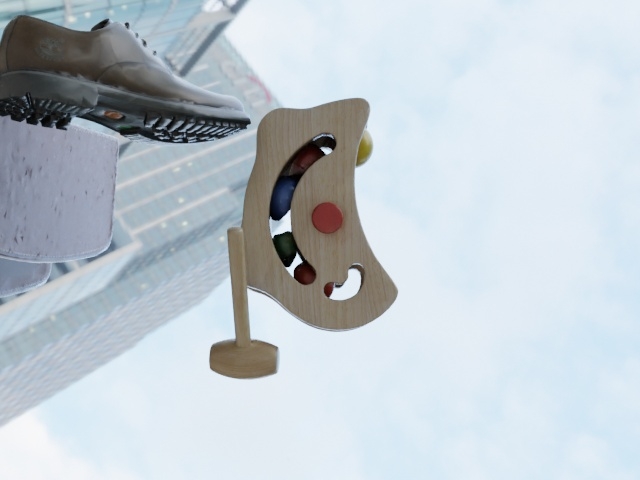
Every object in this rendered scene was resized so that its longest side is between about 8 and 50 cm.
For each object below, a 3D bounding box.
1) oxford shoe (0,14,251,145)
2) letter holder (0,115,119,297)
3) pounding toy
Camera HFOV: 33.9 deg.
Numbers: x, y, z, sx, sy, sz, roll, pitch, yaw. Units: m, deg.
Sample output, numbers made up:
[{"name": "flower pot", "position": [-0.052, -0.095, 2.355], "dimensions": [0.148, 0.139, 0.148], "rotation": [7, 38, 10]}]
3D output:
[{"name": "oxford shoe", "position": [-0.149, -0.133, 0.852], "dimensions": [0.083, 0.227, 0.096], "rotation": [-16, -110, 45]}, {"name": "letter holder", "position": [-0.315, -0.009, 0.961], "dimensions": [0.152, 0.302, 0.214], "rotation": [2, -91, 11]}, {"name": "pounding toy", "position": [0.000, 0.000, 0.937], "dimensions": [0.154, 0.155, 0.269], "rotation": [11, -96, 0]}]
